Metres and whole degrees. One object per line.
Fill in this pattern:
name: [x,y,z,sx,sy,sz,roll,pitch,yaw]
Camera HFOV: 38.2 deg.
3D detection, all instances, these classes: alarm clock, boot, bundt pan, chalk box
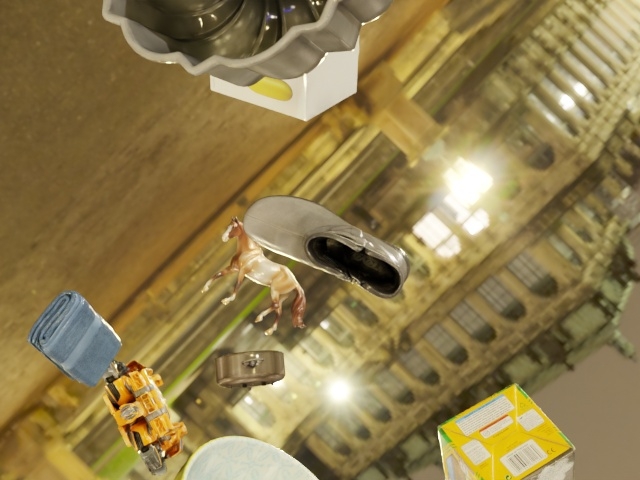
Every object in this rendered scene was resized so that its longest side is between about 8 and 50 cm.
alarm clock: [-0.128,0.235,1.690,0.129,0.064,0.192,-4,163,-8]
boot: [0.000,0.000,1.624,0.223,0.338,0.118,-5,112,-79]
bundt pan: [-0.050,-0.291,0.874,0.331,0.331,0.124,-46,152,8]
chalk box: [0.257,0.328,1.269,0.132,0.132,0.213,-26,136,-14]

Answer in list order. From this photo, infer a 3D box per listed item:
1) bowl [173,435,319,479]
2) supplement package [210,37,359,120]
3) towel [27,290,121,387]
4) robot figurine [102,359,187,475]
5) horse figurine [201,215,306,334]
bowl: [-0.095,0.397,1.098,0.156,0.289,0.289,-44,180,23]
supplement package: [-0.078,-0.410,1.979,0.198,0.262,0.199,-37,139,-44]
towel: [-0.245,0.099,0.926,0.067,0.029,0.119,-57,153,-20]
robot figurine: [-0.288,0.278,1.517,0.085,0.211,0.291,-27,172,-10]
horse figurine: [-0.130,0.090,2.018,0.174,0.263,0.066,-59,-173,-21]
